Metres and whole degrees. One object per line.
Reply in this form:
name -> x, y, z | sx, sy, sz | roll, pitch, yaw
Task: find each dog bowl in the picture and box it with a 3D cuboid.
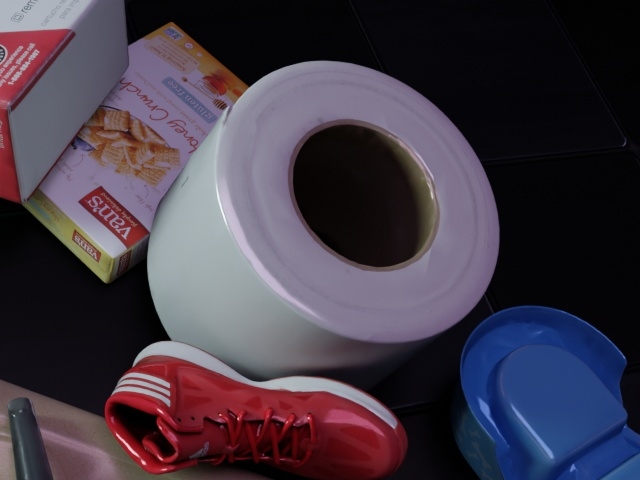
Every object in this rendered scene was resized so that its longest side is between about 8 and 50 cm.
dog bowl -> 0.223, 0.193, 1.104 | 0.166, 0.074, 0.297 | -24, 65, -33

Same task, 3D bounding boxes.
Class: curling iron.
curling iron -> -0.188, 0.216, 0.865 | 0.068, 0.035, 0.274 | 4, 49, -20

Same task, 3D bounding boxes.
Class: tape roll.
tape roll -> 0.000, 0.000, 1.078 | 0.246, 0.169, 0.246 | 12, 60, -22

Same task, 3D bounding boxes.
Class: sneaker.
sneaker -> -0.053, 0.149, 0.964 | 0.221, 0.087, 0.128 | 12, 20, 11

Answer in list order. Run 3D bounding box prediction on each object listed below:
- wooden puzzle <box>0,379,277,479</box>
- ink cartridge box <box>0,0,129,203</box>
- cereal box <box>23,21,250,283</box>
wooden puzzle -> -0.187, 0.269, 0.900 | 0.322, 0.080, 0.347 | 21, 45, -4
ink cartridge box -> -0.327, -0.168, 1.115 | 0.273, 0.114, 0.197 | 17, 49, 12
cereal box -> -0.162, -0.086, 1.193 | 0.173, 0.047, 0.240 | 41, 52, 13
